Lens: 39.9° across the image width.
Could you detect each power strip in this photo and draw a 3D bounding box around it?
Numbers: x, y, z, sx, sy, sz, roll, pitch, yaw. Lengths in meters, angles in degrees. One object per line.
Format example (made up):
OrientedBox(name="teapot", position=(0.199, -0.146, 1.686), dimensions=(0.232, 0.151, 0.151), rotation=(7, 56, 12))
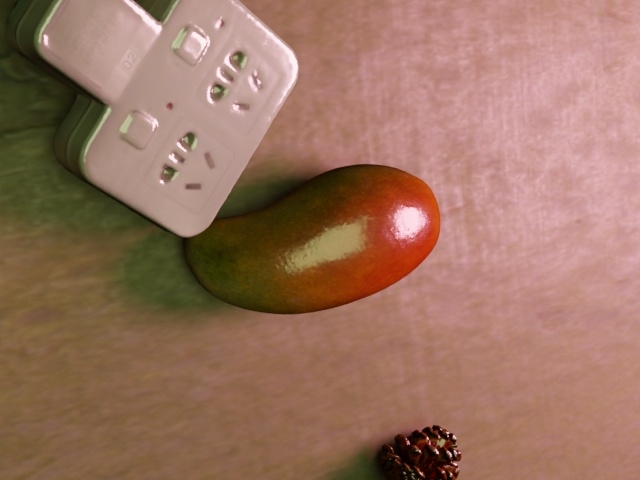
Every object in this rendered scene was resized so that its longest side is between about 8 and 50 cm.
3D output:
OrientedBox(name="power strip", position=(-0.184, -0.160, 0.875), dimensions=(0.261, 0.141, 0.230), rotation=(35, 82, -40))

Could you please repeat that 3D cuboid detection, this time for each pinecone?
OrientedBox(name="pinecone", position=(0.124, 0.278, 1.092), dimensions=(0.109, 0.102, 0.102), rotation=(-41, 117, -52))

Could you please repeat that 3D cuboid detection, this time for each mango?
OrientedBox(name="mango", position=(0.003, 0.004, 0.975), dimensions=(0.289, 0.129, 0.146), rotation=(-24, 109, -13))
